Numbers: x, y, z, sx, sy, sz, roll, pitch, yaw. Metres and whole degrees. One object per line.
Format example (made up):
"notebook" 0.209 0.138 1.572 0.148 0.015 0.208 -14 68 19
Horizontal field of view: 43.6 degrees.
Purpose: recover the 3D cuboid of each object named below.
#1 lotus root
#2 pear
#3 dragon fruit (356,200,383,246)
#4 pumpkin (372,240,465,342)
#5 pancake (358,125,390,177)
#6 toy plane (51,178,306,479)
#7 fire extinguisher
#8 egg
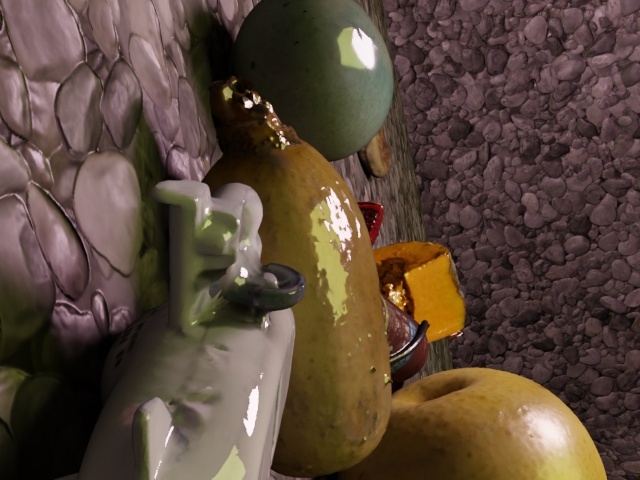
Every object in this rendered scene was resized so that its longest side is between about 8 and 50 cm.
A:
"lotus root" -0.025 0.033 0.664 0.169 0.151 0.343 -52 134 -75
"pear" 0.185 0.324 0.990 0.348 0.348 0.349 -9 90 -78
"dragon fruit" 0.077 -0.028 1.482 0.097 0.063 0.131 -67 168 3
"pumpkin" 0.116 0.103 1.186 0.280 0.190 0.139 -63 143 -69
"pancake" 0.106 -0.283 1.780 0.294 0.049 0.295 -10 90 -77
"toy plane" -0.076 0.095 0.450 0.267 0.122 0.267 9 90 -83
"fire extinguisher" 0.054 0.125 0.991 0.105 0.141 0.341 39 -1 34
"egg" -0.006 -0.176 0.869 0.236 0.169 0.169 44 38 -67
